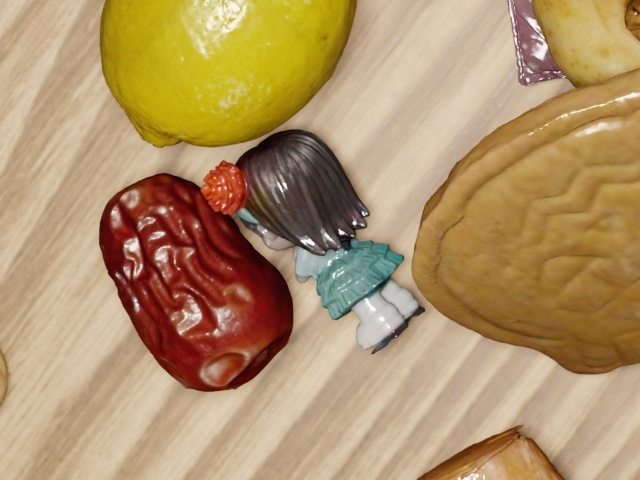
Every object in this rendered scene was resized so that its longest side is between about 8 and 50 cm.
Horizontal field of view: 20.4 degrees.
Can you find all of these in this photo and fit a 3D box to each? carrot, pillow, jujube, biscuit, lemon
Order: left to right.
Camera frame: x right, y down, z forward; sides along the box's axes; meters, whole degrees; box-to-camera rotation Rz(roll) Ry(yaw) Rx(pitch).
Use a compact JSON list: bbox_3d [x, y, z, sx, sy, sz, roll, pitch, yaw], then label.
[{"bbox_3d":[-0.128,0.040,1.802,0.155,0.155,0.230,-35,78,11],"label":"jujube"},{"bbox_3d":[-0.092,-0.216,1.731,0.263,0.236,0.236,-42,86,-10],"label":"lemon"},{"bbox_3d":[0.218,0.313,1.744,0.196,0.196,0.254,-29,85,11],"label":"carrot"},{"bbox_3d":[0.234,-0.250,1.763,0.118,0.043,0.185,-10,96,5],"label":"pillow"},{"bbox_3d":[0.288,-0.003,1.638,0.365,0.062,0.385,31,130,-30],"label":"biscuit"}]

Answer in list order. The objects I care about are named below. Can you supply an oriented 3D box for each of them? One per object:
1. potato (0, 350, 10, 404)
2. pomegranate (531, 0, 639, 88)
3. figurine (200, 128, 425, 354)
[{"bbox_3d":[-0.419,0.146,1.881,0.178,0.118,0.109,2,130,-3],"label":"potato"},{"bbox_3d":[0.340,-0.245,1.632,0.307,0.307,0.307,1,95,10],"label":"pomegranate"},{"bbox_3d":[0.000,0.000,1.781,0.245,0.138,0.110,51,130,1],"label":"figurine"}]
